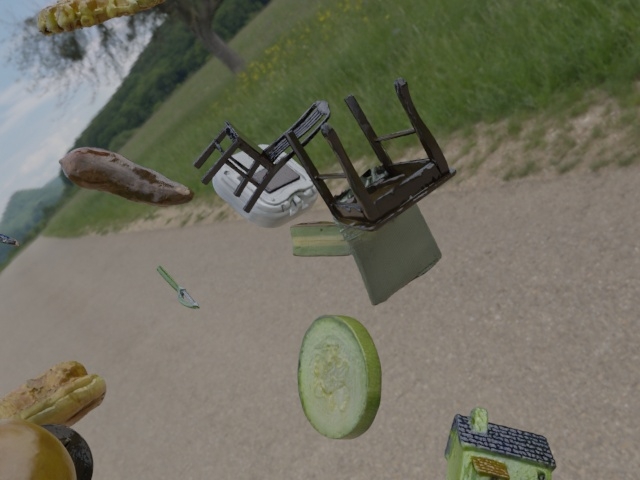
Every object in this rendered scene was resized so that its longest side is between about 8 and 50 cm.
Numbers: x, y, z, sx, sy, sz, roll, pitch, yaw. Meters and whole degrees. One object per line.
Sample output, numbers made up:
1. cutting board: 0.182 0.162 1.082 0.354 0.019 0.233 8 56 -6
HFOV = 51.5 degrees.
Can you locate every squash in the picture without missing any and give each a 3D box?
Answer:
1. squash: 0.033 0.278 1.337 0.252 0.049 0.252 -15 72 55

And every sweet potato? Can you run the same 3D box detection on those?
1. sweet potato: -0.403 -0.130 1.401 0.097 0.292 0.097 16 -90 -90

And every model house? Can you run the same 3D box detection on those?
1. model house: 0.329 0.411 1.174 0.170 0.194 0.211 103 180 -60

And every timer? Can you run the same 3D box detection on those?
1. timer: -0.140 -0.151 1.761 0.262 0.237 0.087 -32 -24 -46

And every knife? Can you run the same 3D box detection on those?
1. knife: -0.280 0.092 1.285 0.026 0.022 0.184 -24 35 -25

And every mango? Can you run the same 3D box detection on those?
1. mango: -0.373 0.311 0.730 0.254 0.175 0.139 -94 15 -59

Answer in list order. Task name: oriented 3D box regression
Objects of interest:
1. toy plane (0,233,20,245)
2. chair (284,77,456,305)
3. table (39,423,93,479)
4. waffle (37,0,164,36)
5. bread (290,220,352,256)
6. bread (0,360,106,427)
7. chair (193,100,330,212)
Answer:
1. toy plane: -0.571 -0.019 1.045 0.062 0.188 0.135 -31 -42 -77
2. chair: 0.099 -0.053 0.976 0.160 0.319 0.186 -35 16 -19
3. table: -0.483 0.405 1.111 0.167 0.167 0.226 -47 2 -14
4. waffle: -0.447 -0.481 1.351 0.283 0.065 0.309 -28 27 -26
5. bread: 0.003 0.000 1.423 0.084 0.074 0.139 -11 10 -25
6. bread: -0.567 0.345 1.385 0.236 0.120 0.198 -31 -6 -21
7. chair: -0.089 -0.159 1.028 0.212 0.101 0.084 -49 33 8
